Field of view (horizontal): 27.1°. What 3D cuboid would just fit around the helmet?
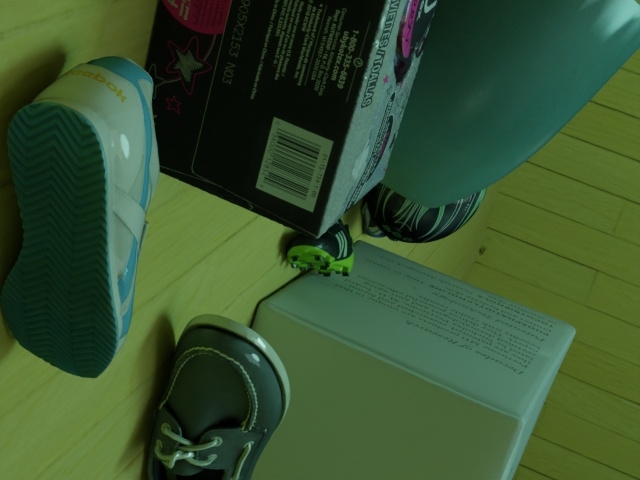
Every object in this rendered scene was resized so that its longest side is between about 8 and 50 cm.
[{"bbox_3d":[0.139,-0.083,1.711,0.169,0.169,0.161,-62,-177,-26],"label":"helmet"}]

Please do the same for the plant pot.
[{"bbox_3d":[0.094,-0.171,1.118,0.235,0.293,0.293,-54,170,11],"label":"plant pot"}]

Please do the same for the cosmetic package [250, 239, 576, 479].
[{"bbox_3d":[0.085,0.235,1.651,0.394,0.327,0.329,-32,143,-68],"label":"cosmetic package"}]

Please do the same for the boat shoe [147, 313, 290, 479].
[{"bbox_3d":[-0.107,0.191,1.260,0.319,0.116,0.099,105,9,-51],"label":"boat shoe"}]

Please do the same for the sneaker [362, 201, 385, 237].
[{"bbox_3d":[0.094,-0.031,1.845,0.144,0.059,0.053,65,46,-75],"label":"sneaker"}]

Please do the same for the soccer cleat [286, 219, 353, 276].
[{"bbox_3d":[0.000,0.000,1.535,0.179,0.060,0.072,25,65,-75],"label":"soccer cleat"}]

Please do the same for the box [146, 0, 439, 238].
[{"bbox_3d":[-0.012,-0.156,0.936,0.142,0.163,0.247,-44,154,-58],"label":"box"}]

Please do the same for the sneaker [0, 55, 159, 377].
[{"bbox_3d":[-0.142,-0.007,0.832,0.092,0.087,0.228,-56,165,-49],"label":"sneaker"}]
